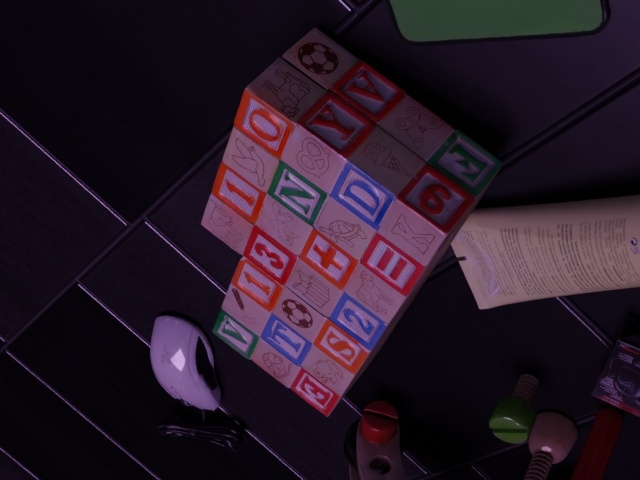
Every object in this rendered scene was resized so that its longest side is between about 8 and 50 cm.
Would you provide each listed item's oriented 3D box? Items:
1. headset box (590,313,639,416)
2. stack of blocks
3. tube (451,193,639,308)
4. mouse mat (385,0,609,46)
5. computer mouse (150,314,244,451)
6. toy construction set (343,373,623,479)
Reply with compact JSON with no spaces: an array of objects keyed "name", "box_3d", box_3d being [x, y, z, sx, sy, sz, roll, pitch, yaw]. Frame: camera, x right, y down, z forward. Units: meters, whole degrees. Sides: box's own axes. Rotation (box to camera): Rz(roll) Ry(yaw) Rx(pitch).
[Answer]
[{"name":"headset box","box_3d":[0.252,0.104,0.875,0.062,0.032,0.083,23,140,14]},{"name":"stack of blocks","box_3d":[0.000,0.000,0.887,0.171,0.087,0.297,36,144,8]},{"name":"tube","box_3d":[0.189,0.003,0.802,0.062,0.070,0.240,14,164,-41]},{"name":"mouse mat","box_3d":[0.090,-0.205,0.694,0.153,0.007,0.189,3,130,32]},{"name":"computer mouse","box_3d":[-0.145,0.157,1.195,0.106,0.042,0.193,13,136,25]},{"name":"toy construction set","box_3d":[0.118,0.277,0.982,0.257,0.237,0.309,38,140,-4]}]
